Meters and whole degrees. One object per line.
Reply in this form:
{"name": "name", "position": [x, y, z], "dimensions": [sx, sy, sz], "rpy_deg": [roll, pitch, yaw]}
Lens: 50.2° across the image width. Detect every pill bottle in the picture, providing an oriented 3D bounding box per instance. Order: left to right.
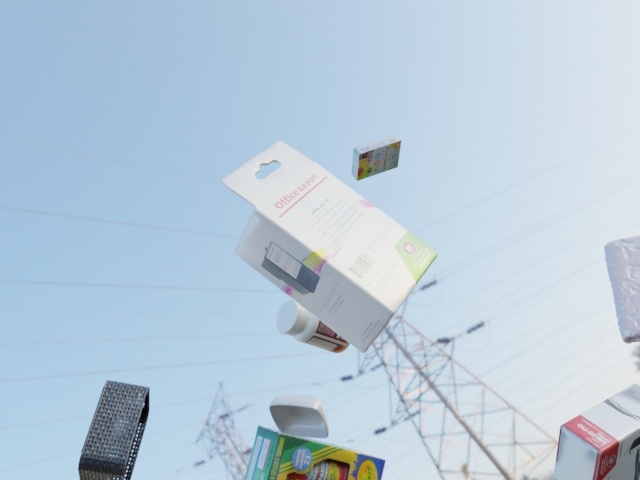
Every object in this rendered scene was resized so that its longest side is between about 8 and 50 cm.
{"name": "pill bottle", "position": [-0.016, 0.255, 2.042], "dimensions": [0.221, 0.121, 0.121], "rpy_deg": [24, -66, -35]}

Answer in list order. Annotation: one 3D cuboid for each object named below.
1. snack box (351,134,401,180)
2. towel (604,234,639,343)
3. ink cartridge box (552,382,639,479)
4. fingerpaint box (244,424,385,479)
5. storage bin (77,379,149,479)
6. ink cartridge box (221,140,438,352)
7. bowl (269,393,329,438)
{"name": "snack box", "position": [0.160, -0.237, 1.958], "dimensions": [0.141, 0.037, 0.100], "rpy_deg": [-20, -40, -21]}
{"name": "towel", "position": [0.903, 0.093, 1.733], "dimensions": [0.316, 0.332, 0.053], "rpy_deg": [-17, -52, 27]}
{"name": "ink cartridge box", "position": [0.681, 0.480, 1.586], "dimensions": [0.272, 0.114, 0.197], "rpy_deg": [-18, -60, -28]}
{"name": "fingerpaint box", "position": [-0.046, 0.797, 1.946], "dimensions": [0.370, 0.163, 0.445], "rpy_deg": [22, -106, -24]}
{"name": "storage bin", "position": [-0.384, 0.369, 1.284], "dimensions": [0.084, 0.180, 0.122], "rpy_deg": [10, -43, -5]}
{"name": "ink cartridge box", "position": [0.000, 0.000, 1.177], "dimensions": [0.207, 0.353, 0.119], "rpy_deg": [-44, -12, -48]}
{"name": "bowl", "position": [-0.049, 0.432, 1.707], "dimensions": [0.053, 0.141, 0.142], "rpy_deg": [-72, -26, -42]}
